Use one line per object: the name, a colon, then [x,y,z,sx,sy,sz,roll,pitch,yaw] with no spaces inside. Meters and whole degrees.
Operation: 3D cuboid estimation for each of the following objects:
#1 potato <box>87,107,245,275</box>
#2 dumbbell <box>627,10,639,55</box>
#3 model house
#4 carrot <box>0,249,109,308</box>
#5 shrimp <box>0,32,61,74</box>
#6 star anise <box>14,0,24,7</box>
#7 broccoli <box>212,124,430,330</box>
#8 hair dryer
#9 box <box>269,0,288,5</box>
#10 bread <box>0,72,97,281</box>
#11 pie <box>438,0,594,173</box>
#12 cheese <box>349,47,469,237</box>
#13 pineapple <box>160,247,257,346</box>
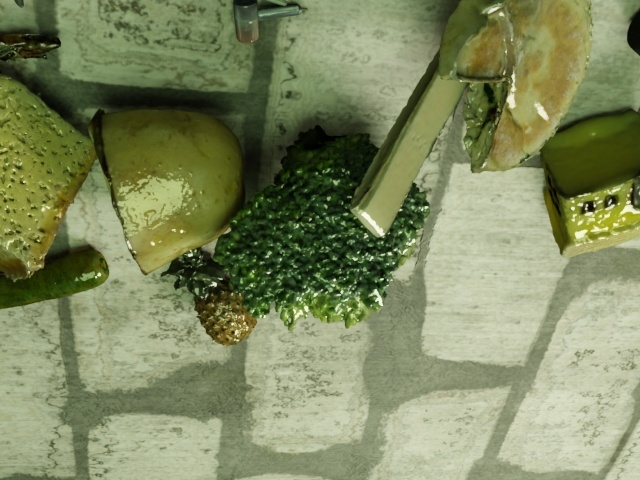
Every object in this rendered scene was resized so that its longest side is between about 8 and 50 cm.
potato: [-0.227,-0.091,1.318,0.242,0.242,0.285,-10,116,0]
dumbbell: [0.587,-0.299,1.329,0.191,0.100,0.100,27,121,-27]
model house: [0.500,-0.082,1.473,0.193,0.175,0.234,-17,140,6]
carrot: [-0.558,0.088,1.507,0.358,0.074,0.074,-14,130,5]
shrimp: [-0.472,-0.246,1.259,0.195,0.035,0.148,-8,129,3]
star anise: [-0.457,-0.403,1.113,0.204,0.061,0.181,-11,130,1]
broccoli: [0.018,-0.013,1.343,0.277,0.317,0.338,33,91,1]
hair dryer: [-0.073,-0.337,1.247,0.114,0.037,0.063,-11,133,-9]
box: [-0.085,-0.468,1.125,0.211,0.045,0.270,15,126,-18]
bread: [-0.536,-0.104,1.338,0.248,0.315,0.279,40,74,-38]
pie: [0.304,-0.266,1.269,0.337,0.075,0.337,-20,123,-33]
cheese: [0.159,-0.192,1.242,0.085,0.034,0.400,40,73,-38]
pineapple: [-0.211,0.080,1.529,0.125,0.125,0.251,-20,123,9]
